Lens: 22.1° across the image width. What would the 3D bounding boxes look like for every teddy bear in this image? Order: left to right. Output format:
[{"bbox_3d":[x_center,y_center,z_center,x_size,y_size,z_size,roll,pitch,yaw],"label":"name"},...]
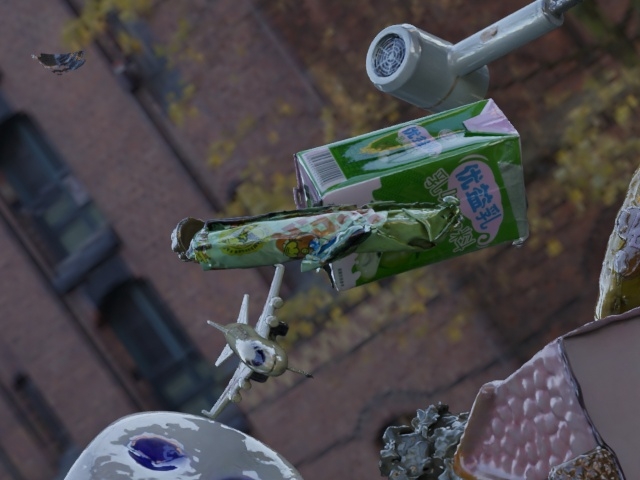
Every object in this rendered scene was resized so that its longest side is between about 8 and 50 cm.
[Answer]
[{"bbox_3d":[0.207,0.305,1.991,0.224,0.357,0.367,-45,30,20],"label":"teddy bear"}]

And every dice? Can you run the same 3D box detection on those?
[{"bbox_3d":[-0.200,0.422,2.208,0.304,0.304,0.277,-42,-27,-66],"label":"dice"}]

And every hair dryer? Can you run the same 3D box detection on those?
[{"bbox_3d":[0.246,-0.294,2.349,0.357,0.107,0.173,-27,-30,38],"label":"hair dryer"}]

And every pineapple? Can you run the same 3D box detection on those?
[{"bbox_3d":[0.216,0.220,1.229,0.058,0.124,0.058,-22,-15,-6],"label":"pineapple"}]

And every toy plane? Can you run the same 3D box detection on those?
[{"bbox_3d":[-0.092,0.151,2.309,0.256,0.104,0.242,26,91,62],"label":"toy plane"}]

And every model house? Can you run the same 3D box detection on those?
[{"bbox_3d":[0.286,0.219,1.608,0.202,0.237,0.237,-14,-18,-34],"label":"model house"}]

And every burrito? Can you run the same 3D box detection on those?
[{"bbox_3d":[0.000,0.000,1.635,0.288,0.054,0.104,-6,18,6],"label":"burrito"}]

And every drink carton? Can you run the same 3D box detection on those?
[{"bbox_3d":[0.111,-0.050,1.998,0.271,0.161,0.108,-16,37,-8],"label":"drink carton"}]

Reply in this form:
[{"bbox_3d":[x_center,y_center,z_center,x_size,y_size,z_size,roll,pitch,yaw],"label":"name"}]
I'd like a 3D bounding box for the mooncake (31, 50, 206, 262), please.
[{"bbox_3d":[-0.247,-0.118,2.075,0.150,0.346,0.057,-5,-30,-34],"label":"mooncake"}]

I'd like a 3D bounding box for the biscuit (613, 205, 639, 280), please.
[{"bbox_3d":[0.449,-0.031,2.002,0.205,0.031,0.138,-21,36,31],"label":"biscuit"}]

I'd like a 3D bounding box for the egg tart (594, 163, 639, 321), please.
[{"bbox_3d":[0.510,0.019,2.461,0.341,0.132,0.341,18,-90,-72],"label":"egg tart"}]
